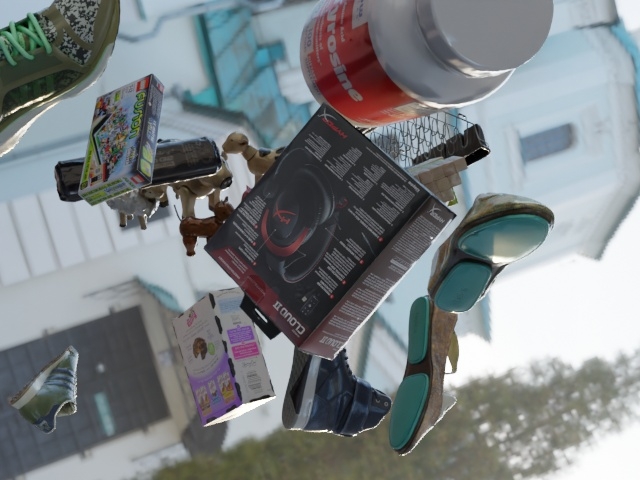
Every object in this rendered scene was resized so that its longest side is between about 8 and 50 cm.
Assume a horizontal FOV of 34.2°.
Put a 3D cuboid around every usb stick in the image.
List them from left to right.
[{"bbox_3d":[-0.305,-0.121,1.739,0.045,0.278,0.077,116,-42,-61],"label":"usb stick"}]

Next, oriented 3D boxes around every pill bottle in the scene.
[{"bbox_3d":[0.139,-0.289,1.448,0.407,0.229,0.229,-2,-74,69],"label":"pill bottle"}]

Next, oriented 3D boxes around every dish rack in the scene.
[{"bbox_3d":[0.182,-0.205,2.094,0.208,0.271,0.074,-29,-126,44],"label":"dish rack"}]

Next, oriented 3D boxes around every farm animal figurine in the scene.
[{"bbox_3d":[-0.213,-0.128,2.049,0.326,0.330,0.172,17,-54,26],"label":"farm animal figurine"}]

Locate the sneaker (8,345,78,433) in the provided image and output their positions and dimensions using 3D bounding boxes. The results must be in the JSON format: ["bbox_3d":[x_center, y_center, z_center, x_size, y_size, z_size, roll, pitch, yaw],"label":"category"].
[{"bbox_3d":[-0.433,0.250,1.702,0.086,0.064,0.192,50,21,-8],"label":"sneaker"}]

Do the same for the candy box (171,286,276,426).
[{"bbox_3d":[-0.167,0.197,1.756,0.165,0.070,0.196,-35,-111,53],"label":"candy box"}]

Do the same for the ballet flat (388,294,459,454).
[{"bbox_3d":[0.211,0.259,1.965,0.107,0.106,0.316,-17,-124,57],"label":"ballet flat"}]

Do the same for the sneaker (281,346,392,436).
[{"bbox_3d":[0.041,0.197,1.633,0.086,0.163,0.226,6,-98,68],"label":"sneaker"}]

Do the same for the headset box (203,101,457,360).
[{"bbox_3d":[0.000,0.000,1.395,0.218,0.293,0.110,43,7,29],"label":"headset box"}]

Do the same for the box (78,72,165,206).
[{"bbox_3d":[-0.304,-0.157,1.596,0.036,0.114,0.207,48,31,-43],"label":"box"}]

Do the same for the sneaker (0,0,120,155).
[{"bbox_3d":[-0.488,-0.284,1.647,0.158,0.410,0.182,54,14,23],"label":"sneaker"}]

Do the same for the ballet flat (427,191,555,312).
[{"bbox_3d":[0.248,-0.005,1.566,0.123,0.123,0.348,65,-23,19],"label":"ballet flat"}]

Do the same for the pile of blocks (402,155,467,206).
[{"bbox_3d":[0.156,-0.071,1.889,0.362,0.149,0.113,-5,-74,62],"label":"pile of blocks"}]
